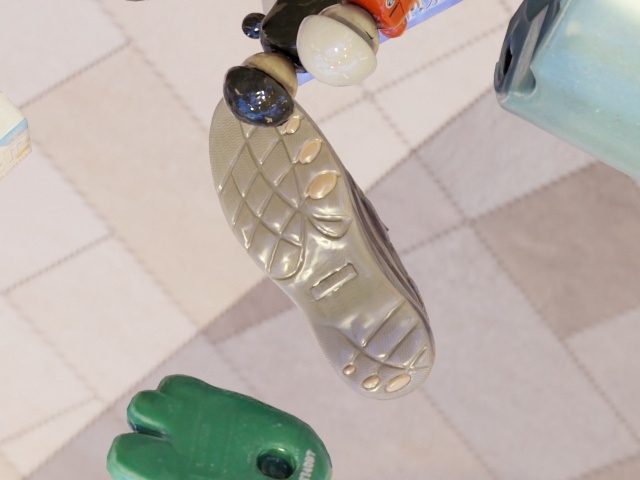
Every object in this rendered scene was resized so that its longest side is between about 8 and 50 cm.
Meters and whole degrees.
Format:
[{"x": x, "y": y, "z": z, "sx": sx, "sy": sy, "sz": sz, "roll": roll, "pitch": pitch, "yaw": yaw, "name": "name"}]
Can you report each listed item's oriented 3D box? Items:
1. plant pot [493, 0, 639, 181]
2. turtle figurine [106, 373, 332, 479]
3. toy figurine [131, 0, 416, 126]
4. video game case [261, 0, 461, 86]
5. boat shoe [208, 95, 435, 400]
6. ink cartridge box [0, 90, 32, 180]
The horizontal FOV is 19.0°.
[{"x": 0.304, "y": -0.136, "z": 1.150, "sx": 0.334, "sy": 0.341, "sz": 0.341, "roll": 23, "pitch": 128, "yaw": -4, "name": "plant pot"}, {"x": -0.050, "y": 0.151, "z": 0.535, "sx": 0.118, "sy": 0.175, "sz": 0.234, "roll": -9, "pitch": 145, "yaw": -27, "name": "turtle figurine"}, {"x": -0.043, "y": -0.196, "z": 1.361, "sx": 0.209, "sy": 0.148, "sz": 0.213, "roll": 39, "pitch": 159, "yaw": -16, "name": "toy figurine"}, {"x": 0.066, "y": -0.295, "z": 1.829, "sx": 0.270, "sy": 0.244, "sz": 0.061, "roll": -27, "pitch": 129, "yaw": 14, "name": "video game case"}, {"x": 0.000, "y": 0.000, "z": 1.949, "sx": 0.132, "sy": 0.130, "sz": 0.355, "roll": -28, "pitch": 88, "yaw": 10, "name": "boat shoe"}, {"x": -0.389, "y": -0.117, "z": 2.162, "sx": 0.090, "sy": 0.092, "sz": 0.143, "roll": 45, "pitch": 167, "yaw": 7, "name": "ink cartridge box"}]
